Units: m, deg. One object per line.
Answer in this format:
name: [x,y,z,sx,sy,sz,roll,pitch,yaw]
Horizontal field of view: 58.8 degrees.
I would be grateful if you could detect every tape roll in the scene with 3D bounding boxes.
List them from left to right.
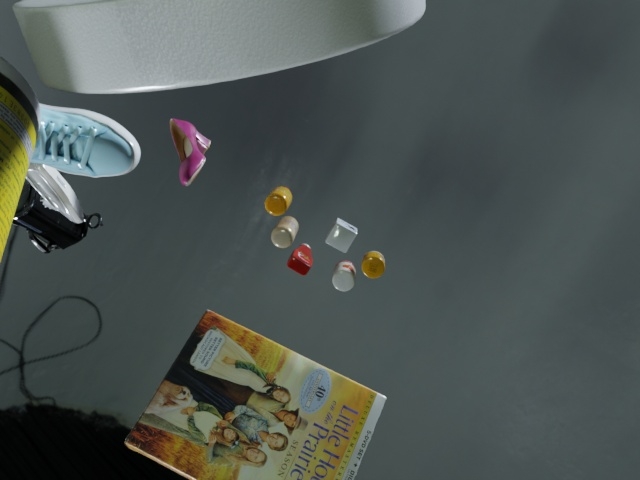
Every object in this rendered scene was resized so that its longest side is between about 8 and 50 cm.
tape roll: [-0.090,-0.239,0.568,0.392,0.392,0.072,-35,129,-38]

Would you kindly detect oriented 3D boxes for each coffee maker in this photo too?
coffee maker: [-0.673,-0.070,1.407,0.171,0.120,0.178,-33,147,3]

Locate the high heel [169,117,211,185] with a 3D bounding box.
high heel: [-0.343,-0.224,1.406,0.082,0.117,0.244,-45,-156,31]

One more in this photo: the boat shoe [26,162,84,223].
boat shoe: [-0.608,-0.104,1.294,0.063,0.066,0.184,-21,140,-1]

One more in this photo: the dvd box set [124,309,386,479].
dvd box set: [-0.118,0.358,1.120,0.308,0.420,0.062,-61,171,-28]

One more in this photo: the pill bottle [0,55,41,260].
pill bottle: [-0.403,-0.029,0.547,0.188,0.187,0.334,74,12,-58]

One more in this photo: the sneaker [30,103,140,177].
sneaker: [-0.529,-0.186,1.053,0.150,0.365,0.135,-103,-150,-62]

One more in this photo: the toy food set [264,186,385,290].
toy food set: [0.000,0.000,0.996,0.111,0.232,0.104,-60,-176,16]
